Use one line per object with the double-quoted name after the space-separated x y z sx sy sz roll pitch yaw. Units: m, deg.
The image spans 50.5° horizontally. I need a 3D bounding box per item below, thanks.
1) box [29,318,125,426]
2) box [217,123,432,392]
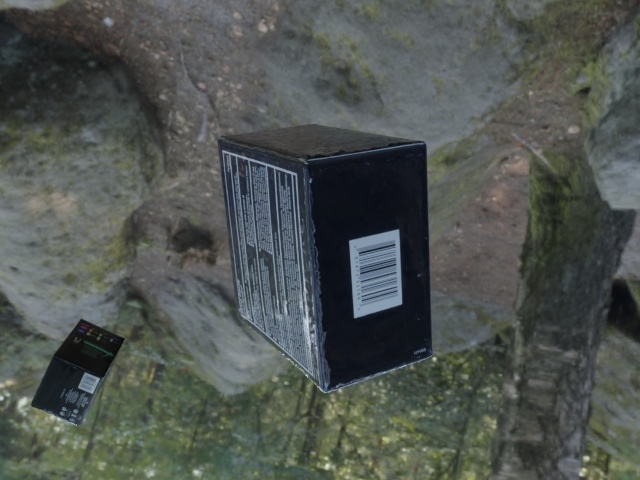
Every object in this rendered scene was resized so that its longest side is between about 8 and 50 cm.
-0.235 0.127 0.664 0.052 0.062 0.083 27 -165 -10 "box"
0.000 0.000 0.948 0.182 0.296 0.294 -13 -161 -27 "box"
